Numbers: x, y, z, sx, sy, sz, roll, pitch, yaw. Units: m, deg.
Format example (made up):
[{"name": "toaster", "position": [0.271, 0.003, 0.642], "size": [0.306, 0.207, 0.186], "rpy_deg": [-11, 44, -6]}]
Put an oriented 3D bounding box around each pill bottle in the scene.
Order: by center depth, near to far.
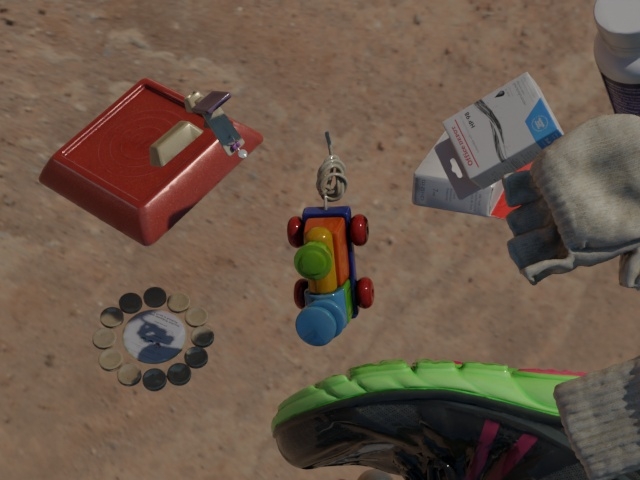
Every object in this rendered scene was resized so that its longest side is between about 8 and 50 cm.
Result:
[{"name": "pill bottle", "position": [0.368, -0.202, 1.277], "size": [0.112, 0.112, 0.187], "rpy_deg": [-50, 140, -10]}]

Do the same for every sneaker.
[{"name": "sneaker", "position": [0.169, 0.222, 1.101], "size": [0.185, 0.482, 0.202], "rpy_deg": [27, 67, -67]}]

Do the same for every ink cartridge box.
[{"name": "ink cartridge box", "position": [0.249, -0.147, 1.644], "size": [0.180, 0.104, 0.060], "rpy_deg": [-30, 156, 17]}, {"name": "ink cartridge box", "position": [0.323, -0.122, 1.991], "size": [0.296, 0.261, 0.066], "rpy_deg": [-51, 149, -57]}]

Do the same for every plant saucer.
[{"name": "plant saucer", "position": [-0.263, -0.138, 1.724], "size": [0.259, 0.258, 0.048], "rpy_deg": [-45, 146, -25]}]

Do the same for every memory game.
[{"name": "memory game", "position": [-0.255, 0.149, 1.740], "size": [0.186, 0.186, 0.012], "rpy_deg": [-25, 149, -22]}]

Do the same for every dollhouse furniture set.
[{"name": "dollhouse furniture set", "position": [-0.144, -0.105, 1.301], "size": [0.114, 0.091, 0.081], "rpy_deg": [-43, 119, -20]}]

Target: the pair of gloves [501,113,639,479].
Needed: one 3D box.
[{"name": "pair of gloves", "position": [0.230, 0.029, 0.739], "size": [0.042, 0.204, 0.240], "rpy_deg": [-9, 83, -66]}]

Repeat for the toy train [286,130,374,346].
[{"name": "toy train", "position": [0.000, 0.000, 1.430], "size": [0.105, 0.143, 0.248], "rpy_deg": [-2, 108, 12]}]

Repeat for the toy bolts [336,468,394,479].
[{"name": "toy bolts", "position": [0.096, 0.432, 1.558], "size": [0.158, 0.218, 0.228], "rpy_deg": [-40, 97, -14]}]
